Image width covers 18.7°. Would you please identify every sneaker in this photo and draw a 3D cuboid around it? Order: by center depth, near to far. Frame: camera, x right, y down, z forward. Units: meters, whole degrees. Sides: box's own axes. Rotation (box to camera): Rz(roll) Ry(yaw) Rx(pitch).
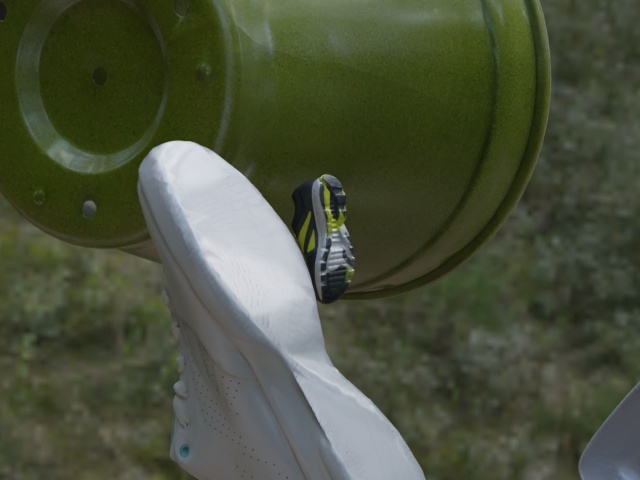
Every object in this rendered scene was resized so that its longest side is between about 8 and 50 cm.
[{"bbox_3d":[-0.041,0.061,0.876,0.094,0.212,0.080,-34,-10,31],"label":"sneaker"},{"bbox_3d":[0.000,0.000,1.254,0.031,0.083,0.035,3,-5,-42],"label":"sneaker"}]

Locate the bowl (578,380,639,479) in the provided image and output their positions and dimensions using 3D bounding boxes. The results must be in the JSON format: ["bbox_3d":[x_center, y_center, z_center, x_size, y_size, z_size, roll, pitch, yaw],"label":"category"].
[{"bbox_3d":[0.276,0.167,1.411,0.053,0.142,0.142,1,42,-52],"label":"bowl"}]

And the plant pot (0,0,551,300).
[{"bbox_3d":[-0.066,-0.120,1.456,0.366,0.366,0.353,12,10,30],"label":"plant pot"}]
